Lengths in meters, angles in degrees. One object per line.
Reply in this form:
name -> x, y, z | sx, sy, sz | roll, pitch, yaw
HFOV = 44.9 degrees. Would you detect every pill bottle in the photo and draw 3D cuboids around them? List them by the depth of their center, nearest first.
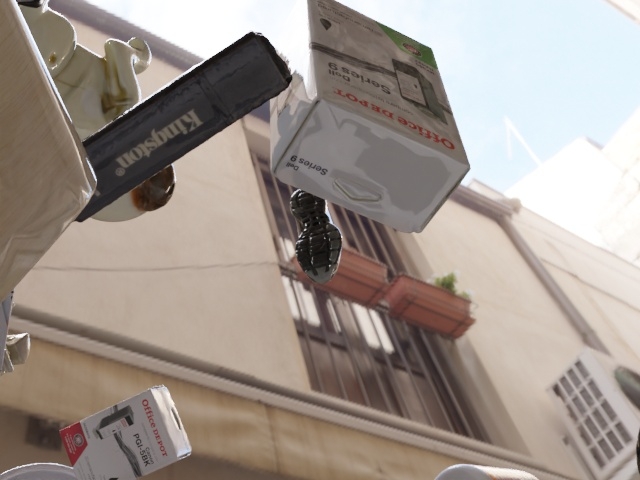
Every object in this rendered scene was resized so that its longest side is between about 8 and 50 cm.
pill bottle -> 0.183, 0.276, 0.790 | 0.152, 0.086, 0.086 | 22, -64, -43

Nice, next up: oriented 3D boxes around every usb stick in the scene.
usb stick -> -0.157, -0.113, 0.779 | 0.278, 0.045, 0.077 | -33, -44, 1

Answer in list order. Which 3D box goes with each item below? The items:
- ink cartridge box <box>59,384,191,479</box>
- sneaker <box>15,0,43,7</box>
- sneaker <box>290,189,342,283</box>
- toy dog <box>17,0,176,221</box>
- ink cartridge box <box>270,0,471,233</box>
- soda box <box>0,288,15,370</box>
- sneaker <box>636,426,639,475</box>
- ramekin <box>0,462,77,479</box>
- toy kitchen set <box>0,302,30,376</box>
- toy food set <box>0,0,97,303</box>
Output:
ink cartridge box -> -0.249, 0.259, 0.995 | 0.135, 0.099, 0.056 | -26, -10, 5
sneaker -> -0.297, -0.319, 0.812 | 0.229, 0.086, 0.132 | -17, -68, 1
sneaker -> 0.000, 0.000, 1.649 | 0.101, 0.267, 0.106 | -14, -46, 6
toy dog -> -0.404, -0.192, 1.256 | 0.285, 0.395, 0.408 | -15, -37, 28
ink cartridge box -> 0.053, -0.169, 0.981 | 0.211, 0.289, 0.121 | 20, -53, -21
soda box -> -0.418, 0.075, 0.967 | 0.063, 0.183, 0.058 | 9, -18, -22
sneaker -> 0.308, 0.032, 0.403 | 0.147, 0.145, 0.384 | -14, -44, -41
ramekin -> -0.442, 0.498, 1.185 | 0.277, 0.277, 0.135 | 23, -44, -26
toy kitchen set -> -0.595, 0.166, 1.243 | 0.122, 0.207, 0.166 | -8, -70, 19
toy food set -> -0.223, -0.034, 0.292 | 0.092, 0.306, 0.219 | 6, -46, 22
